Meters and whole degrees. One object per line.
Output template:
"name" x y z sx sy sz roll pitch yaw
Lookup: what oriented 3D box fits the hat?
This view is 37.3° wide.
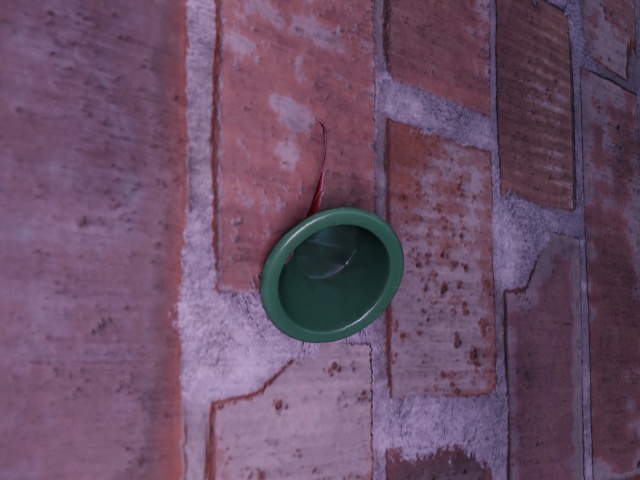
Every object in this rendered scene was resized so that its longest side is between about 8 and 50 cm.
"hat" 0.000 0.000 1.201 0.208 0.183 0.173 -43 120 4
